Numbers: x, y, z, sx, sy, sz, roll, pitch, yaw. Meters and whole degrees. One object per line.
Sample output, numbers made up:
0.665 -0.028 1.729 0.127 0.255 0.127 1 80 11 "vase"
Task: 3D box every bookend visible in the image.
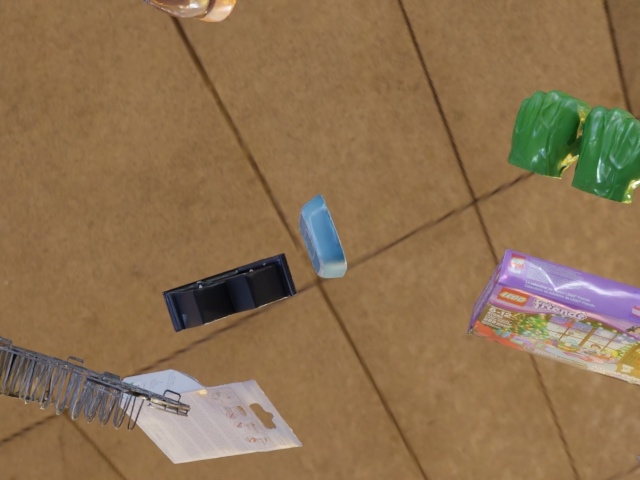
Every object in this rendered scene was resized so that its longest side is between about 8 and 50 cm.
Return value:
-0.149 0.086 1.838 0.157 0.156 0.072 -18 91 -34 "bookend"

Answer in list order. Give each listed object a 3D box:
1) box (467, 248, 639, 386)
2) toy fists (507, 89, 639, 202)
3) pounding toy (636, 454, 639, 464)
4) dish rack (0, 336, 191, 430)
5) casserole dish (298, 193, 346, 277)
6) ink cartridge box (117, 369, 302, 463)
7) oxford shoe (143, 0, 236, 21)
0.370 0.116 1.581 0.293 0.057 0.201 17 154 2 "box"
0.435 -0.165 1.869 0.096 0.279 0.142 1 108 -39 "toy fists"
0.346 0.187 0.923 0.130 0.141 0.100 -25 95 1 "pounding toy"
-0.302 0.184 1.385 0.208 0.271 0.074 37 69 -69 "dish rack"
0.000 0.000 1.613 0.037 0.114 0.188 -20 173 -6 "casserole dish"
-0.161 0.255 1.678 0.224 0.056 0.181 -13 135 19 "ink cartridge box"
-0.243 -0.419 1.456 0.132 0.364 0.130 -8 136 -39 "oxford shoe"
